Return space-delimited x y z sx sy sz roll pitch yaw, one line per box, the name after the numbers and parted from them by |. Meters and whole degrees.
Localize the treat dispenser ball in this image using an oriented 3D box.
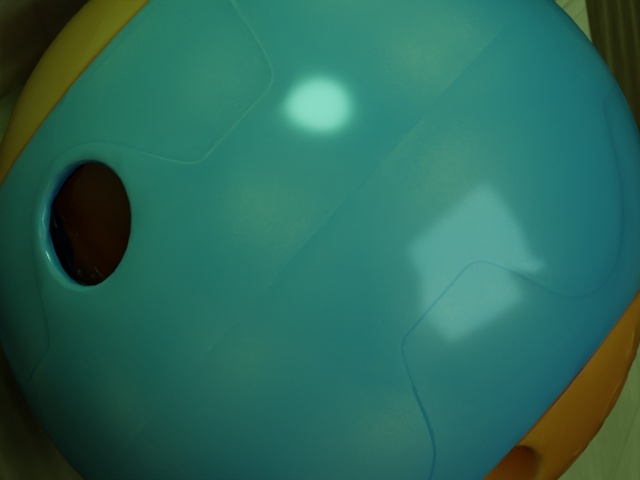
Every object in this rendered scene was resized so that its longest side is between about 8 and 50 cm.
0.000 0.000 0.710 0.288 0.288 0.288 -19 114 -50 | treat dispenser ball
